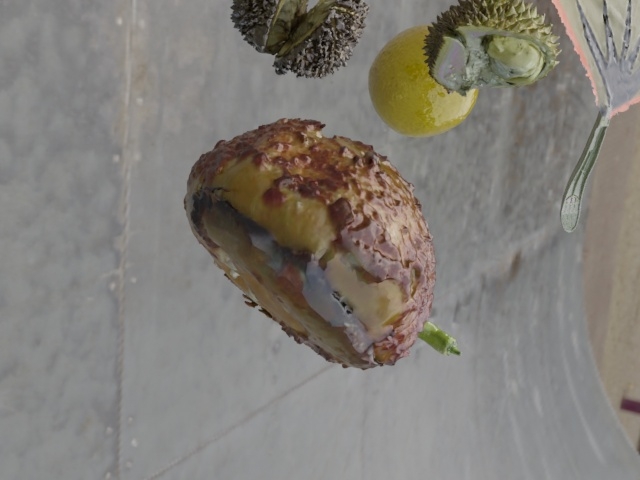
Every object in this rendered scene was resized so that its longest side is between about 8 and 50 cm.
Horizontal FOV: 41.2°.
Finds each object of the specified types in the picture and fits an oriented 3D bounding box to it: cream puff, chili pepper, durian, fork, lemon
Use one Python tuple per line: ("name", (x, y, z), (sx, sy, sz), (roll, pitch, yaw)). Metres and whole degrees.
("cream puff", (-0.001, -0.001, 0.708), (0.164, 0.240, 0.240), (-42, 146, -6))
("chili pepper", (0.149, 0.147, 1.471), (0.043, 0.208, 0.049), (96, 17, -67))
("durian", (0.186, -0.215, 0.955), (0.208, 0.146, 0.102), (130, -31, -72))
("fork", (0.232, -0.095, 0.702), (0.034, 0.028, 0.219), (-12, 130, -24))
("durian", (-0.028, -0.313, 1.198), (0.167, 0.196, 0.196), (-44, 149, -1))
("lemon", (0.176, -0.268, 1.433), (0.186, 0.244, 0.187), (7, 78, -36))

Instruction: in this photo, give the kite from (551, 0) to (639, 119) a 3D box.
("kite", (0.160, -0.208, 0.388), (0.377, 0.013, 0.328), (18, 81, -26))
